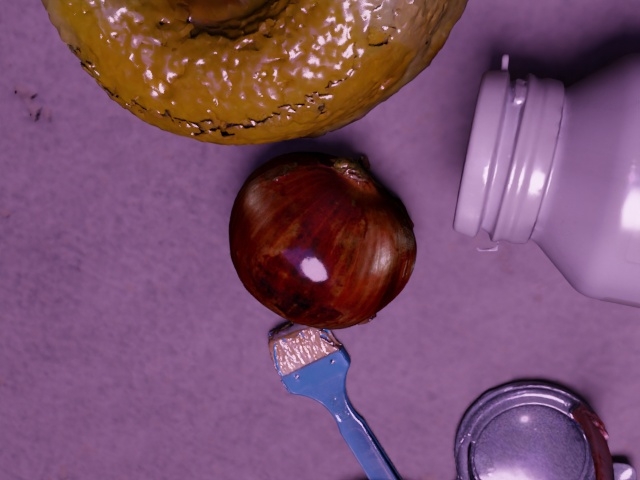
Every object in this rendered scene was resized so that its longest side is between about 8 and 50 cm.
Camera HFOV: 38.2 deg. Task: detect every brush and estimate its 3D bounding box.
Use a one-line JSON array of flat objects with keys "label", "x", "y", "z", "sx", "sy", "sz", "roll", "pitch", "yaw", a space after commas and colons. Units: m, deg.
[{"label": "brush", "x": 0.019, "y": 0.125, "z": 0.646, "sx": 0.051, "sy": 0.014, "sz": 0.164, "roll": -29, "pitch": 101, "yaw": 20}]

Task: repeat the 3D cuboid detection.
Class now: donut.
[{"label": "donut", "x": -0.046, "y": -0.173, "z": 0.517, "sx": 0.272, "sy": 0.107, "sz": 0.272, "roll": 4, "pitch": 108, "yaw": 13}]

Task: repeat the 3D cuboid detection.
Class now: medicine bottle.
[{"label": "medicine bottle", "x": 0.185, "y": -0.029, "z": 0.495, "sx": 0.215, "sy": 0.135, "sz": 0.135, "roll": 12, "pitch": 110, "yaw": 8}]

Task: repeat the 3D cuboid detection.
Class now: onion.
[{"label": "onion", "x": 0.000, "y": 0.000, "z": 0.562, "sx": 0.117, "sy": 0.118, "sz": 0.119, "roll": 22, "pitch": 111, "yaw": 9}]

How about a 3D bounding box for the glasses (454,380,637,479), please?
[{"label": "glasses", "x": 0.077, "y": 0.198, "z": 0.524, "sx": 0.234, "sy": 0.268, "sz": 0.118, "roll": -38, "pitch": 88, "yaw": 12}]
